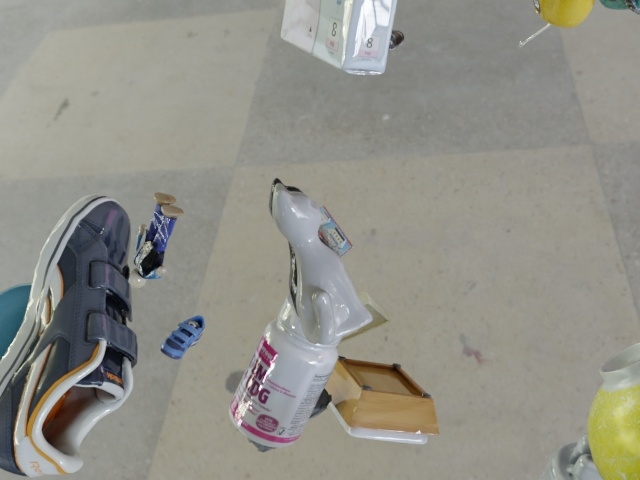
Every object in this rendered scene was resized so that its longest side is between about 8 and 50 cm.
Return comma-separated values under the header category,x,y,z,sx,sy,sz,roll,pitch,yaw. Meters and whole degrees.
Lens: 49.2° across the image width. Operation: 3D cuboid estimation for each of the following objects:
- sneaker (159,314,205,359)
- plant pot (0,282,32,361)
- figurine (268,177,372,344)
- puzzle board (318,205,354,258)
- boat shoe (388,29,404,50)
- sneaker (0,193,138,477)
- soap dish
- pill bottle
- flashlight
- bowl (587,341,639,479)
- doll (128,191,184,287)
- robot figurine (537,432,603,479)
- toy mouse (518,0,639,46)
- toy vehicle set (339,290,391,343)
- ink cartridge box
category,x,y,z,sx,sy,sz,roll,pitch,yaw
sneaker,-0.276,0.192,1.409,0.053,0.059,0.144,34,19,2
plant pot,-0.516,0.240,1.369,0.290,0.195,0.290,-4,77,19
figurine,-0.019,0.016,0.945,0.092,0.209,0.215,-22,8,-3
puzzle board,0.000,0.000,1.426,0.096,0.011,0.128,-42,55,10
boat shoe,0.132,-0.401,1.411,0.038,0.046,0.125,-19,5,34
sneaker,-0.257,0.102,0.776,0.127,0.126,0.321,9,68,19
soap dish,0.141,0.387,1.733,0.229,0.118,0.291,10,7,-16
pill bottle,-0.063,0.258,1.415,0.160,0.283,0.160,23,15,-6
flashlight,-0.078,0.445,1.767,0.103,0.304,0.103,47,43,1
bowl,0.549,0.255,1.142,0.289,0.289,0.156,-30,85,-16
doll,-0.302,0.008,1.252,0.046,0.189,0.129,5,33,-40
robot figurine,0.566,0.589,1.538,0.200,0.353,0.300,24,32,18
toy mouse,0.213,-0.184,0.454,0.143,0.161,0.031,-21,72,0
toy vehicle set,0.043,0.233,1.922,0.267,0.166,0.035,-25,56,14
ink cartridge box,0.026,-0.310,0.738,0.066,0.232,0.189,-4,26,-22
